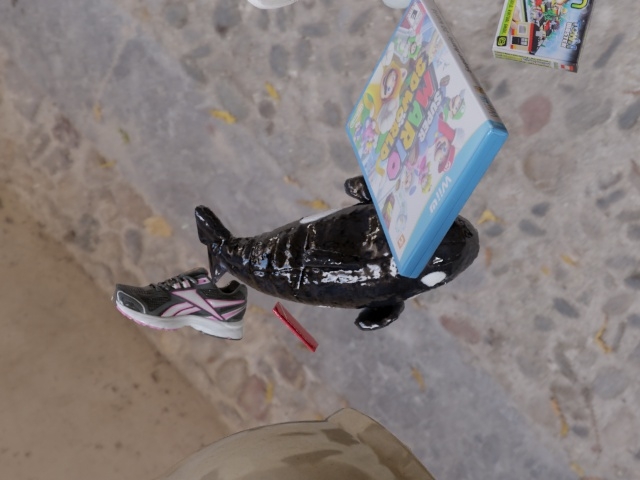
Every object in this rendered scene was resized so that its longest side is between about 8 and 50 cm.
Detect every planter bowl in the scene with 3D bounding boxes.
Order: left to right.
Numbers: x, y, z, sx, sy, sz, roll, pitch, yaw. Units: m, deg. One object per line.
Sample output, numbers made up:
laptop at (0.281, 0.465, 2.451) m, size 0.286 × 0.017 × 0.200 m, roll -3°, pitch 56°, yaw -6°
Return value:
planter bowl at (0.002, 0.148, 0.492) m, size 0.162 × 0.109 × 0.162 m, roll 43°, pitch 158°, yaw 22°

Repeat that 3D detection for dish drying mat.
dish drying mat at (-0.034, 0.120, 1.456) m, size 0.008 × 0.032 × 0.083 m, roll -43°, pitch 95°, yaw 17°

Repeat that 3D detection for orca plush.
orca plush at (0.000, 0.000, 1.003) m, size 0.287 × 0.102 × 0.151 m, roll 13°, pitch 89°, yaw 22°

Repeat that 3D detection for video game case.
video game case at (0.063, -0.073, 0.690) m, size 0.119 × 0.015 × 0.166 m, roll -60°, pitch 30°, yaw 33°

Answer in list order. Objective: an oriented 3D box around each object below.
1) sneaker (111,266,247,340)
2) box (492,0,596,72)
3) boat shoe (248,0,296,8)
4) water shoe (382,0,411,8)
sneaker at (-0.167, 0.065, 1.268) m, size 0.072 × 0.178 × 0.077 m, roll 27°, pitch 102°, yaw 54°
box at (0.306, -0.332, 1.370) m, size 0.114 × 0.036 × 0.207 m, roll 14°, pitch 85°, yaw 16°
boat shoe at (-0.029, -0.281, 0.986) m, size 0.063 × 0.184 × 0.066 m, roll -2°, pitch 140°, yaw 45°
water shoe at (0.128, -0.304, 1.014) m, size 0.073 × 0.080 × 0.203 m, roll 27°, pitch 88°, yaw 31°
